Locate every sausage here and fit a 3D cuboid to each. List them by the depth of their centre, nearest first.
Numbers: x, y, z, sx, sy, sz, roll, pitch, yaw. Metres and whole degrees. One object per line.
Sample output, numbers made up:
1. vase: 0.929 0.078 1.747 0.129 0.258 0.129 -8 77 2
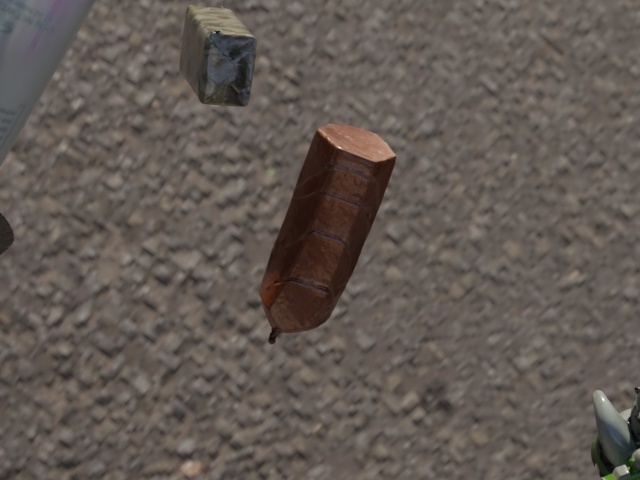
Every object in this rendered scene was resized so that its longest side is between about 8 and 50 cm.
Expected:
1. sausage: 0.001 0.000 1.271 0.065 0.169 0.065 17 26 -8

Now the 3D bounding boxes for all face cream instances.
1. face cream: -0.292 -0.071 1.311 0.102 0.345 0.102 31 20 -13

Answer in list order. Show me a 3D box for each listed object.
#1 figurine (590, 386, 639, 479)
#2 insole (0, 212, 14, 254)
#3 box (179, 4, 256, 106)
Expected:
1. figurine: 0.338 0.210 1.785 0.126 0.192 0.147 7 43 -10
2. insole: -0.240 -0.010 1.104 0.086 0.253 0.005 -13 77 -12
3. box: -0.082 -0.147 1.366 0.045 0.062 0.098 3 18 -18
